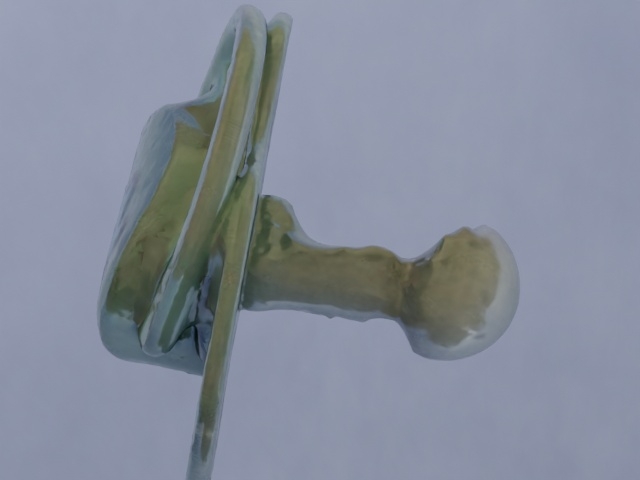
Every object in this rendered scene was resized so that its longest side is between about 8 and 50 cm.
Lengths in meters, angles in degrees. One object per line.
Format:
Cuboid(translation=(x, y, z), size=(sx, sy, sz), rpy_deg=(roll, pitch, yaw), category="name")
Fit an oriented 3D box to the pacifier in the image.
Cuboid(translation=(0.000, 0.000, 0.555), size=(0.116, 0.127, 0.150), rpy_deg=(9, -144, 1), category="pacifier")
